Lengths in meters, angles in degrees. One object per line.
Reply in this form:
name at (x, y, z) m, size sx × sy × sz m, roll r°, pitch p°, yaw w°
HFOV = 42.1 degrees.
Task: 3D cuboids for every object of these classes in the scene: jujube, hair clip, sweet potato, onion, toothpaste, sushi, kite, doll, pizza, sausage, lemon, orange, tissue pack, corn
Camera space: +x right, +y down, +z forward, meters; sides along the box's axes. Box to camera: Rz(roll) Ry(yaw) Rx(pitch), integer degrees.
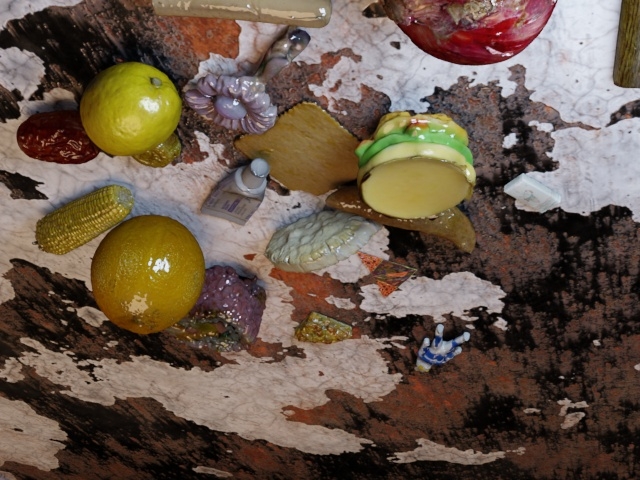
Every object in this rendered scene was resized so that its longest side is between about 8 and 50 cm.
jujube at (-0.532, -0.208, 1.686) m, size 0.176 × 0.109 × 0.112 m, roll 1°, pitch 111°, yaw 15°
hair clip at (-0.125, -0.281, 1.522) m, size 0.173 × 0.069 × 0.300 m, roll 28°, pitch 142°, yaw -25°
sweet potato at (0.184, -0.064, 1.741) m, size 0.341 × 0.092 × 0.114 m, roll 16°, pitch 136°, yaw -11°
onion at (0.201, -0.372, 1.145) m, size 0.276 × 0.276 × 0.276 m, roll 6°, pitch 145°, yaw 4°
toothpaste at (-0.176, -0.101, 1.802) m, size 0.099 × 0.068 × 0.282 m, roll 44°, pitch 148°, yaw -1°
sushi at (-0.279, 0.178, 2.129) m, size 0.270 × 0.171 × 0.236 m, roll -1°, pitch 144°, yaw 18°
kite at (0.178, 0.079, 2.024) m, size 0.125 × 0.008 × 0.222 m, roll -10°, pitch 141°, yaw 21°
doll at (0.319, 0.308, 2.275) m, size 0.114 × 0.057 × 0.227 m, roll 13°, pitch 143°, yaw -13°
pizza at (-0.005, 0.247, 2.268) m, size 0.175 × 0.046 × 0.134 m, roll -11°, pitch 141°, yaw 27°
sausage at (-0.130, -0.391, 1.375) m, size 0.301 × 0.066 × 0.066 m, roll 4°, pitch 145°, yaw 4°
lemon at (-0.355, -0.242, 1.549) m, size 0.207 × 0.170 × 0.170 m, roll -24°, pitch 134°, yaw 40°
orange at (-0.397, 0.076, 1.918) m, size 0.274 × 0.274 × 0.274 m, roll 6°, pitch 145°, yaw 4°
tissue pack at (0.433, -0.095, 1.700) m, size 0.108 × 0.023 × 0.056 m, roll 25°, pitch 142°, yaw -21°
corn at (-0.546, -0.049, 1.927) m, size 0.305 × 0.106 × 0.106 m, roll -22°, pitch 135°, yaw 33°

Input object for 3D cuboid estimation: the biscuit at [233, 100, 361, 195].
biscuit at (-0.027, -0.177, 1.698) m, size 0.232 × 0.013 × 0.237 m, roll -22°, pitch 134°, yaw 37°

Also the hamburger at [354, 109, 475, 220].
hamburger at (0.175, -0.155, 1.568) m, size 0.237 × 0.149 × 0.237 m, roll 1°, pitch 151°, yaw 0°

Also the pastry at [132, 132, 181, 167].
pastry at (-0.343, -0.194, 1.711) m, size 0.109 × 0.057 × 0.097 m, roll 13°, pitch 151°, yaw -2°

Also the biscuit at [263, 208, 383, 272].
biscuit at (0.000, 0.000, 1.823) m, size 0.281 × 0.179 × 0.084 m, roll -17°, pitch 117°, yaw 22°

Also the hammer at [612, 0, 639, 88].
hammer at (0.481, -0.377, 1.252) m, size 0.242 × 0.095 × 0.409 m, roll -1°, pitch 149°, yaw 15°
